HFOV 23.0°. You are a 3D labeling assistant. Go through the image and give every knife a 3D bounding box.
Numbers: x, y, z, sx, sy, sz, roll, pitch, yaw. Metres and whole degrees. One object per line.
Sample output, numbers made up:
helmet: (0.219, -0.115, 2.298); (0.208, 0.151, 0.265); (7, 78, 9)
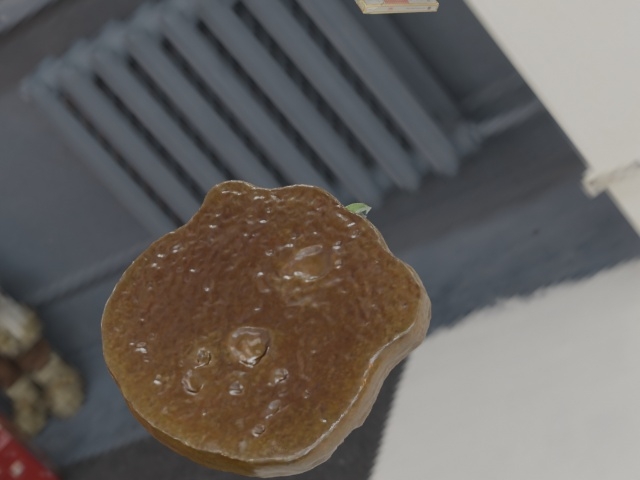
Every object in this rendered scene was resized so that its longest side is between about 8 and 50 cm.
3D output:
knife: (0.000, 0.000, 1.671); (0.022, 0.026, 0.184); (5, 32, 39)

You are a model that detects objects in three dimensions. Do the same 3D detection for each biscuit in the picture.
biscuit: (-0.054, 0.072, 1.344); (0.273, 0.049, 0.257); (33, 79, 32)

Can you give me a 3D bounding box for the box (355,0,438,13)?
box: (0.069, -0.239, 1.531); (0.046, 0.083, 0.012); (60, 143, 37)
